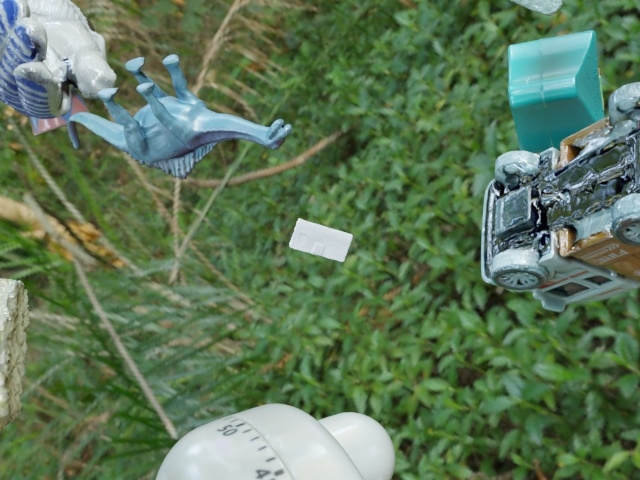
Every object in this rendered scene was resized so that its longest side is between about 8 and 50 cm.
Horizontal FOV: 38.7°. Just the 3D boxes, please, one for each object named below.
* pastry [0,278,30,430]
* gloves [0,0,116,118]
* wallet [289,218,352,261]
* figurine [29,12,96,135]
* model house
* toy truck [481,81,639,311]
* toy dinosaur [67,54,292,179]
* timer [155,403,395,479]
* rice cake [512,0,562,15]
[{"bbox_3d":[-0.455,0.161,1.246,0.121,0.089,0.258,-27,51,11],"label":"pastry"},{"bbox_3d":[-0.223,-0.149,0.722,0.229,0.119,0.097,-133,51,-70],"label":"gloves"},{"bbox_3d":[0.000,0.000,1.273,0.011,0.083,0.044,-123,51,-70],"label":"wallet"},{"bbox_3d":[-0.311,-0.251,0.973,0.161,0.158,0.275,-115,23,-61],"label":"figurine"},{"bbox_3d":[0.272,-0.167,1.045,0.149,0.100,0.127,-15,-83,-69],"label":"model house"},{"bbox_3d":[0.289,-0.024,0.834,0.338,0.184,0.133,-30,45,51],"label":"toy truck"},{"bbox_3d":[-0.102,-0.075,0.581,0.197,0.080,0.045,3,49,35],"label":"toy dinosaur"},{"bbox_3d":[-0.013,0.225,0.645,0.233,0.240,0.233,37,134,51],"label":"timer"},{"bbox_3d":[0.246,-0.396,1.364,0.045,0.245,0.042,-58,-9,-61],"label":"rice cake"}]
